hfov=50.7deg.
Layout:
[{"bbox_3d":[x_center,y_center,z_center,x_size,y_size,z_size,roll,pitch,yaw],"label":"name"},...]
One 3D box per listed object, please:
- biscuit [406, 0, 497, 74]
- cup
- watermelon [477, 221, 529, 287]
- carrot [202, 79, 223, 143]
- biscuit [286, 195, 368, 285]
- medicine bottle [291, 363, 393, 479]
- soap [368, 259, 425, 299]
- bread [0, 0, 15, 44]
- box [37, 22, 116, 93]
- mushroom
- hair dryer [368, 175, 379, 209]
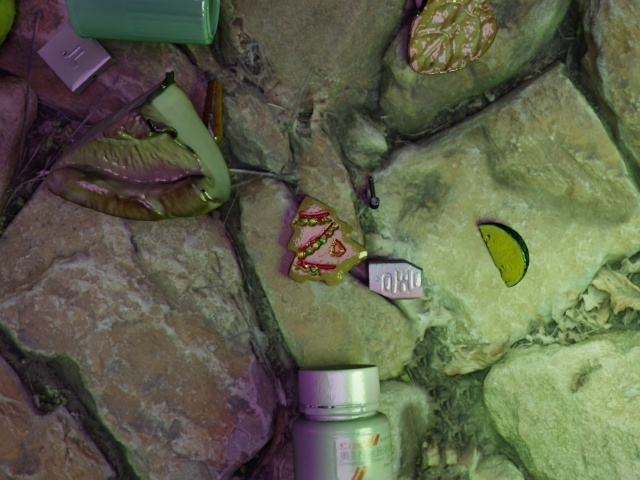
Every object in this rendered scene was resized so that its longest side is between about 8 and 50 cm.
[{"bbox_3d":[0.321,-0.521,1.694,0.203,0.041,0.260,44,93,-5],"label":"biscuit"},{"bbox_3d":[-0.400,-0.620,1.602,0.311,0.256,0.331,5,52,-2],"label":"cup"},{"bbox_3d":[0.479,0.027,1.702,0.092,0.075,0.181,-24,94,5],"label":"watermelon"},{"bbox_3d":[-0.269,-0.321,1.695,0.055,0.055,0.161,2,89,0],"label":"carrot"},{"bbox_3d":[0.000,0.000,1.718,0.212,0.041,0.238,-18,94,3],"label":"biscuit"},{"bbox_3d":[0.049,0.459,1.642,0.241,0.241,0.301,-3,84,0],"label":"medicine bottle"},{"bbox_3d":[0.196,0.100,1.716,0.149,0.056,0.100,-1,95,0],"label":"soap"},{"bbox_3d":[-0.928,-0.584,1.553,0.348,0.308,0.348,0,91,3],"label":"bread"},{"bbox_3d":[-0.606,-0.459,1.687,0.129,0.051,0.130,-41,92,2],"label":"box"},{"bbox_3d":[-0.450,-0.168,1.648,0.397,0.224,0.313,-22,118,23],"label":"mushroom"},{"bbox_3d":[0.134,-0.124,1.714,0.026,0.047,0.083,-6,79,0],"label":"hair dryer"}]
